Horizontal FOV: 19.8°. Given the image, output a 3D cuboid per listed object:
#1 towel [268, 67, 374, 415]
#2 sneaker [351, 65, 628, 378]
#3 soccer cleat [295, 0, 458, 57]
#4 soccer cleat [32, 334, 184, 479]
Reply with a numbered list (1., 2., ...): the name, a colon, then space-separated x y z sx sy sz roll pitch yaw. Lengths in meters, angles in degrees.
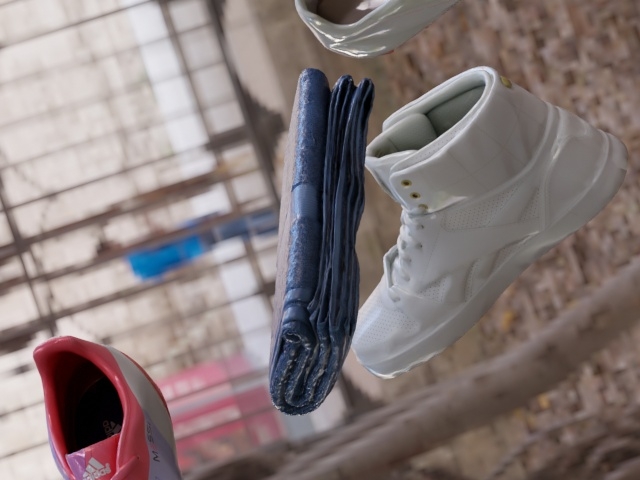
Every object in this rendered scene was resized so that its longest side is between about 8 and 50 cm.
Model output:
1. towel: 0.000 0.000 0.673 0.067 0.029 0.119 105 170 -55
2. sneaker: 0.081 -0.020 1.450 0.169 0.292 0.108 30 -149 -26
3. soccer cleat: 0.073 -0.162 0.957 0.068 0.196 0.076 60 -160 20
4. soccer cleat: -0.099 0.159 1.002 0.095 0.083 0.248 45 -163 -52
